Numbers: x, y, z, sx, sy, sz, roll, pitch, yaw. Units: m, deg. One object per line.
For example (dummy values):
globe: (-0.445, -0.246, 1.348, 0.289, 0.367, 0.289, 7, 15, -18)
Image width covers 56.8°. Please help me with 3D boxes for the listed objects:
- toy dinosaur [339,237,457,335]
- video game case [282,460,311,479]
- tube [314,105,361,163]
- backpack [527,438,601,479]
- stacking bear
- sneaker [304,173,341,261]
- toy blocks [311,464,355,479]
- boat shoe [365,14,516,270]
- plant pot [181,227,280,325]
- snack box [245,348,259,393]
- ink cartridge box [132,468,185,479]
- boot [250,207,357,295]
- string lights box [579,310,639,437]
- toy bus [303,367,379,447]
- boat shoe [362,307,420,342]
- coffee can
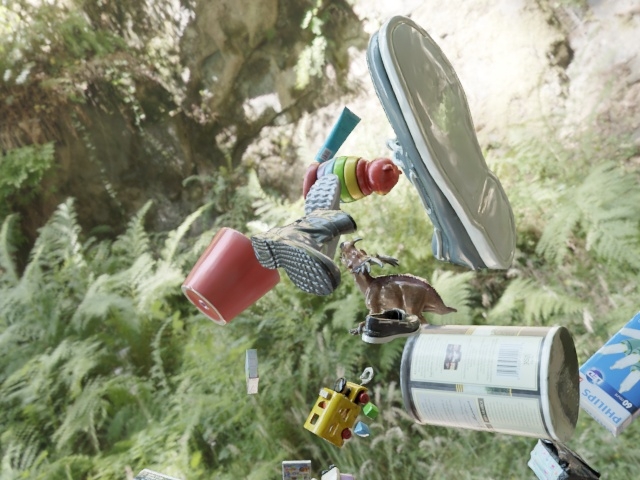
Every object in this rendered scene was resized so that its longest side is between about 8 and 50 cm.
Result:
toy dinosaur: (0.174, 0.112, 1.332, 0.127, 0.296, 0.200, -69, -12, -70)
video game case: (-0.073, 0.742, 1.846, 0.087, 0.122, 0.011, -1, 17, -1)
tube: (0.056, -0.348, 2.014, 0.080, 0.052, 0.207, 29, -82, -36)
backpack: (0.673, 0.638, 1.672, 0.115, 0.152, 0.182, -62, 23, 9)
stacking bear: (0.112, -0.193, 1.880, 0.289, 0.164, 0.175, -6, -14, 29)
sneaker: (0.016, -0.061, 1.793, 0.105, 0.281, 0.115, 9, -4, 38)
toy blocks: (0.049, 0.847, 1.599, 0.288, 0.260, 0.309, -43, 27, 23)
boat shoe: (0.115, -0.084, 0.638, 0.099, 0.319, 0.116, -4, 45, 39)
plant pot: (-0.316, 0.134, 2.000, 0.243, 0.275, 0.275, -49, -5, -23)
snack box: (-0.225, 0.430, 1.941, 0.037, 0.100, 0.141, -1, -34, -10)
ink cartridge box: (-0.208, 0.492, 0.955, 0.206, 0.208, 0.045, 3, 13, 26)
boot: (0.000, 0.000, 1.369, 0.223, 0.118, 0.338, -26, 30, -25)
string lights box: (0.657, 0.269, 1.245, 0.260, 0.133, 0.077, -41, -38, -5)
toy bus: (0.042, 0.424, 1.529, 0.191, 0.104, 0.202, -41, 27, 23)
boat shoe: (0.104, 0.117, 0.849, 0.125, 0.038, 0.046, -4, 12, -45)
coffee can: (0.319, 0.260, 1.118, 0.275, 0.201, 0.201, -5, 6, 37)
